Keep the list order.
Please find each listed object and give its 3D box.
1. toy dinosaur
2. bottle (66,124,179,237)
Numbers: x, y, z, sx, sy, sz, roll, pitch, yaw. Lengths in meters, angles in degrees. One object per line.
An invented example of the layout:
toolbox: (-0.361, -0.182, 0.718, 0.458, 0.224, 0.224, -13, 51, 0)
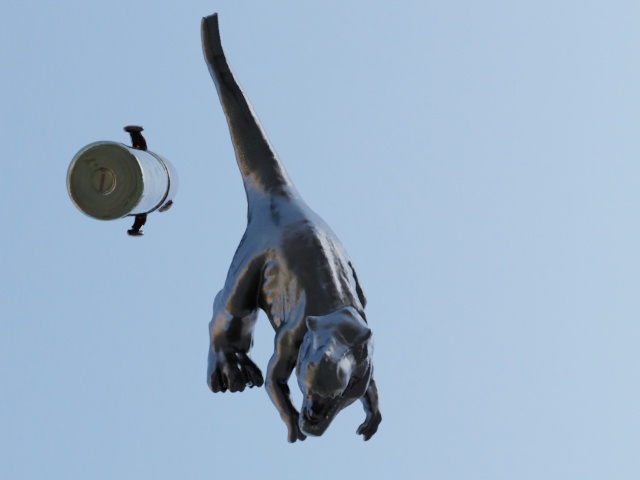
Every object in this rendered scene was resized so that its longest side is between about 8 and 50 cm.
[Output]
toy dinosaur: (0.000, 0.000, 0.884, 0.087, 0.187, 0.179, -2, -67, -26)
bottle: (-0.111, -0.036, 1.091, 0.047, 0.101, 0.063, 27, -83, 12)
